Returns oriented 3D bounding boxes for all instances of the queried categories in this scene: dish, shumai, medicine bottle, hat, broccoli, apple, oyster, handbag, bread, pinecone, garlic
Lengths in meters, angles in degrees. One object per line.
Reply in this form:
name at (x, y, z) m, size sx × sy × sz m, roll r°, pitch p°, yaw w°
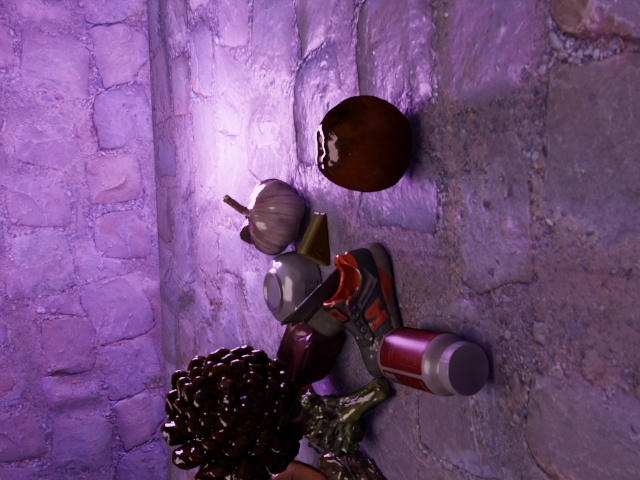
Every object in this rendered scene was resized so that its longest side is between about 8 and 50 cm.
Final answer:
dish at (-0.099, 0.153, 2.016) m, size 0.256 × 0.117 × 0.256 m, roll 20°, pitch 112°, yaw 60°
shumai at (-0.229, -0.050, 2.263) m, size 0.124 × 0.099 × 0.087 m, roll 123°, pitch 150°, yaw -47°
medicine bottle at (0.234, 0.258, 1.398) m, size 0.250 × 0.131 × 0.131 m, roll -4°, pitch 92°, yaw 61°
hat at (0.027, 0.177, 1.738) m, size 0.130 × 0.257 × 0.257 m, roll 46°, pitch 144°, yaw 4°
broccoli at (0.053, 0.427, 1.719) m, size 0.275 × 0.198 × 0.177 m, roll -66°, pitch -6°, yaw 32°
apple at (0.090, -0.221, 1.497) m, size 0.230 × 0.230 × 0.230 m, roll 18°, pitch 111°, yaw 60°
oyster at (0.096, 0.670, 1.779) m, size 0.361 × 0.096 × 0.221 m, roll 61°, pitch 137°, yaw 33°
handbag at (-0.033, 0.308, 1.891) m, size 0.135 × 0.146 × 0.225 m, roll 55°, pitch 142°, yaw 38°
bread at (0.002, -0.005, 1.910) m, size 0.074 × 0.084 × 0.139 m, roll -3°, pitch 61°, yaw 62°
pinecone at (-0.239, 0.508, 1.800) m, size 0.398 × 0.398 × 0.397 m, roll 18°, pitch 111°, yaw 60°
garlic at (-0.186, -0.087, 2.001) m, size 0.245 × 0.253 × 0.245 m, roll -37°, pitch 46°, yaw 51°

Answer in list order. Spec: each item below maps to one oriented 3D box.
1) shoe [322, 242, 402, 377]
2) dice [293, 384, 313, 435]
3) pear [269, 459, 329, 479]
shoe at (0.092, 0.177, 1.605) m, size 0.132 × 0.171 × 0.336 m, roll -9°, pitch 86°, yaw 61°
dice at (-0.124, 0.517, 2.070) m, size 0.179 × 0.175 × 0.174 m, roll -157°, pitch 65°, yaw -63°
pear at (-0.093, 0.807, 1.883) m, size 0.348 × 0.348 × 0.348 m, roll 18°, pitch 111°, yaw 60°
